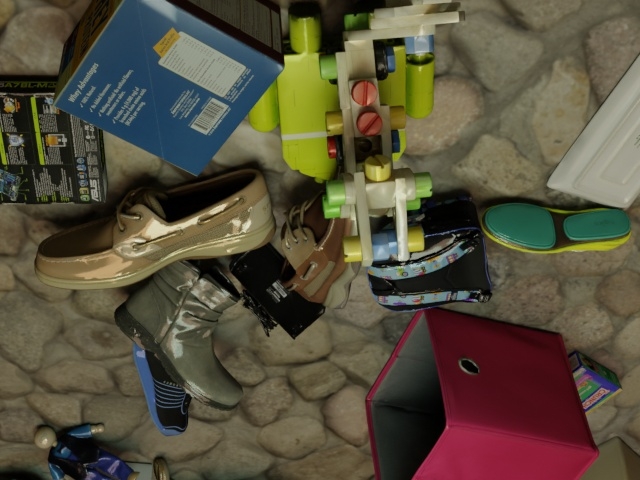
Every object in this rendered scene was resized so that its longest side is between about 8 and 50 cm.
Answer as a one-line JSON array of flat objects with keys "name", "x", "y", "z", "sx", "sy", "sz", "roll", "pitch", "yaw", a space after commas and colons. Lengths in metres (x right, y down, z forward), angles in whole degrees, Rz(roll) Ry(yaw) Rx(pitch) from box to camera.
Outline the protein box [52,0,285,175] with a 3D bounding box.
[{"name": "protein box", "x": -0.182, "y": -0.223, "z": 1.320, "sx": 0.201, "sy": 0.136, "sz": 0.200, "roll": 26, "pitch": 125, "yaw": -26}]

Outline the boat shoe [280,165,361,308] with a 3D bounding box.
[{"name": "boat shoe", "x": 0.000, "y": 0.000, "z": 1.517, "sx": 0.116, "sy": 0.123, "sz": 0.324, "roll": 11, "pitch": 148, "yaw": -2}]

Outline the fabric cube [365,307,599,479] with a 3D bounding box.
[{"name": "fabric cube", "x": 0.247, "y": 0.296, "z": 1.751, "sx": 0.258, "sy": 0.254, "sz": 0.259, "roll": 13, "pitch": 129, "yaw": -16}]

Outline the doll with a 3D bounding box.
[{"name": "doll", "x": -0.404, "y": 0.373, "z": 1.872, "sx": 0.189, "sy": 0.046, "sz": 0.129, "roll": 30, "pitch": 90, "yaw": -2}]

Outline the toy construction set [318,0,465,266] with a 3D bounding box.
[{"name": "toy construction set", "x": 0.065, "y": -0.145, "z": 1.270, "sx": 0.151, "sy": 0.215, "sz": 0.327, "roll": 9, "pitch": 101, "yaw": -5}]

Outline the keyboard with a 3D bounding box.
[{"name": "keyboard", "x": -0.079, "y": 0.076, "z": 1.681, "sx": 0.100, "sy": 0.038, "sz": 0.192, "roll": -40, "pitch": 126, "yaw": -2}]

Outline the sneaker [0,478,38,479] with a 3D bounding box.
[{"name": "sneaker", "x": -0.533, "y": 0.514, "z": 2.002, "sx": 0.106, "sy": 0.101, "sz": 0.267, "roll": 10, "pitch": 135, "yaw": 15}]

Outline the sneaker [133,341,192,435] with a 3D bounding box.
[{"name": "sneaker", "x": -0.233, "y": 0.232, "z": 1.764, "sx": 0.090, "sy": 0.081, "sz": 0.232, "roll": -4, "pitch": 131, "yaw": 8}]

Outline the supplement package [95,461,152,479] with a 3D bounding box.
[{"name": "supplement package", "x": -0.366, "y": 0.494, "z": 1.972, "sx": 0.105, "sy": 0.105, "sz": 0.179, "roll": 8, "pitch": 132, "yaw": -11}]

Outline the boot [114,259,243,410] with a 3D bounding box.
[{"name": "boot", "x": -0.173, "y": 0.132, "z": 1.628, "sx": 0.246, "sy": 0.083, "sz": 0.161, "roll": 43, "pitch": 106, "yaw": -12}]

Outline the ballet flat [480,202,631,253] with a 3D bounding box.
[{"name": "ballet flat", "x": 0.343, "y": -0.009, "z": 1.612, "sx": 0.231, "sy": 0.077, "sz": 0.077, "roll": 0, "pitch": 157, "yaw": -8}]

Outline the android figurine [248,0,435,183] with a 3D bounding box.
[{"name": "android figurine", "x": 0.027, "y": -0.185, "z": 1.428, "sx": 0.248, "sy": 0.056, "sz": 0.272, "roll": -6, "pitch": 130, "yaw": -1}]

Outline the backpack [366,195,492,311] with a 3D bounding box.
[{"name": "backpack", "x": 0.152, "y": 0.024, "z": 1.588, "sx": 0.173, "sy": 0.117, "sz": 0.158, "roll": -13, "pitch": 132, "yaw": 5}]

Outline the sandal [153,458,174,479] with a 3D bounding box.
[{"name": "sandal", "x": -0.268, "y": 0.461, "z": 1.987, "sx": 0.049, "sy": 0.072, "sz": 0.180, "roll": -17, "pitch": 131, "yaw": -19}]

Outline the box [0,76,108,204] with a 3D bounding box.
[{"name": "box", "x": -0.382, "y": -0.129, "z": 1.450, "sx": 0.184, "sy": 0.045, "sz": 0.190, "roll": 1, "pitch": 133, "yaw": -3}]

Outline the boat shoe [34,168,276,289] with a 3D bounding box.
[{"name": "boat shoe", "x": -0.236, "y": -0.025, "z": 1.516, "sx": 0.341, "sy": 0.121, "sz": 0.110, "roll": -15, "pitch": 128, "yaw": -6}]

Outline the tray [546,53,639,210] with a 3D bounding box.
[{"name": "tray", "x": 0.446, "y": -0.147, "z": 1.520, "sx": 0.145, "sy": 0.030, "sz": 0.270, "roll": 16, "pitch": 129, "yaw": -20}]

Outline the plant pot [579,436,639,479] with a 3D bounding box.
[{"name": "plant pot", "x": 0.542, "y": 0.447, "z": 2.022, "sx": 0.109, "sy": 0.096, "sz": 0.109, "roll": -33, "pitch": 127, "yaw": 23}]

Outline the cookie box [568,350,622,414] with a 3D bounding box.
[{"name": "cookie box", "x": 0.445, "y": 0.246, "z": 1.868, "sx": 0.107, "sy": 0.040, "sz": 0.092, "roll": 29, "pitch": 123, "yaw": -28}]
